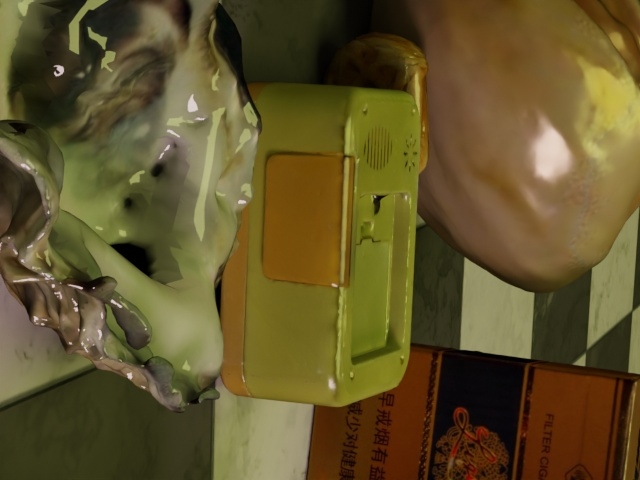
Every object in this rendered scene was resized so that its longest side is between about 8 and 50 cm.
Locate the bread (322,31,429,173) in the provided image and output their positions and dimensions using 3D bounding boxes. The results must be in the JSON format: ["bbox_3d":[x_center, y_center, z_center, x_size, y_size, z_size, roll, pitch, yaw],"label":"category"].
[{"bbox_3d":[0.039,-0.091,1.120,0.044,0.083,0.111,-12,104,-57],"label":"bread"}]

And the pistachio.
[{"bbox_3d":[0.151,-0.104,1.216,0.230,0.229,0.309,-53,125,-50],"label":"pistachio"}]

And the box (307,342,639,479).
[{"bbox_3d":[0.112,0.158,1.162,0.070,0.237,0.152,8,89,-70],"label":"box"}]

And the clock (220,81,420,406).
[{"bbox_3d":[0.000,0.000,1.039,0.143,0.096,0.202,-5,100,-64],"label":"clock"}]

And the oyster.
[{"bbox_3d":[-0.108,-0.046,0.766,0.351,0.114,0.238,70,26,-55],"label":"oyster"}]
